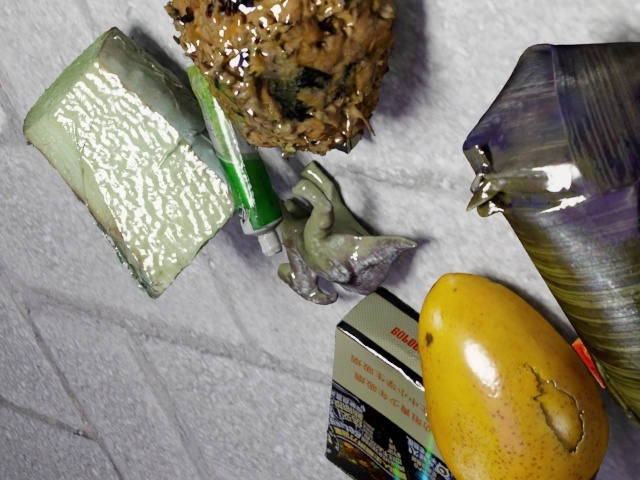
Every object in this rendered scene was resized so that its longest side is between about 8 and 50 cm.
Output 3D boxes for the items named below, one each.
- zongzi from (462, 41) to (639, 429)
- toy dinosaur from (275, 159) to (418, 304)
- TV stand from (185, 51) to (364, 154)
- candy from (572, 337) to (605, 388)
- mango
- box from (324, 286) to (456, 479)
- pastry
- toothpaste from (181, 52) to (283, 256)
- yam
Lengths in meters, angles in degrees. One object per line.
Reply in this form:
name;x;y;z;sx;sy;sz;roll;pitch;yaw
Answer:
zongzi;0.375;0.009;1.240;0.432;0.208;0.403;-8;125;43
toy dinosaur;0.005;-0.004;1.819;0.162;0.077;0.294;53;163;-9
TV stand;-0.052;-0.164;1.735;0.249;0.042;0.036;28;147;32
candy;0.312;0.108;1.568;0.062;0.038;0.122;54;150;-9
mango;0.202;0.165;1.677;0.290;0.160;0.191;62;153;-5
box;0.109;0.220;1.927;0.198;0.084;0.310;35;148;22
pastry;-0.051;-0.199;1.537;0.275;0.193;0.275;34;150;24
toothpaste;-0.096;-0.100;1.755;0.078;0.047;0.248;-6;106;62
yam;-0.218;-0.100;1.880;0.271;0.202;0.201;47;-173;-7
